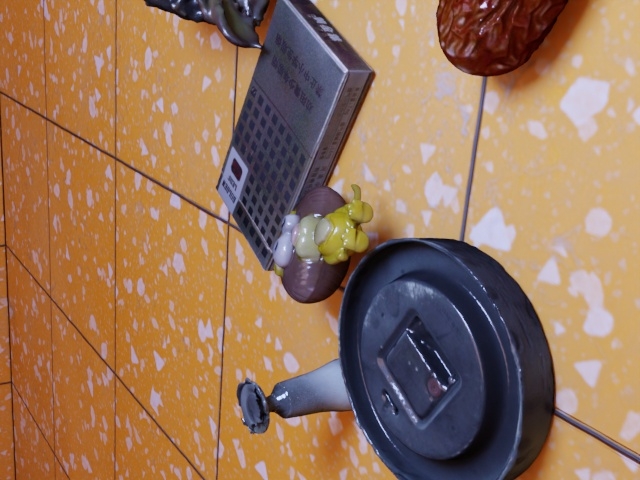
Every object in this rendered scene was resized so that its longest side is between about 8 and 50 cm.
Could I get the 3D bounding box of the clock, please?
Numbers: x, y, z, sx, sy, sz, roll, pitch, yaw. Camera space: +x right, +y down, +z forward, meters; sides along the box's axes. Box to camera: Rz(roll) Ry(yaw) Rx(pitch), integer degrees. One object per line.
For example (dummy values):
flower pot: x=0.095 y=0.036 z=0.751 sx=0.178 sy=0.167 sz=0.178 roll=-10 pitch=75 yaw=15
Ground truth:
clock: x=0.121 y=0.132 z=0.809 sx=0.280 sy=0.055 sz=0.281 roll=16 pitch=109 yaw=53

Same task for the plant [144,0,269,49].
plant: x=-0.154 y=-0.374 z=1.008 sx=0.234 sy=0.178 sz=0.204 roll=37 pitch=119 yaw=58

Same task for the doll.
doll: x=0.001 y=-0.009 z=0.905 sx=0.188 sy=0.096 sz=0.145 roll=124 pitch=150 yaw=-48

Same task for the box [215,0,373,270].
box: x=-0.048 y=-0.135 z=1.012 sx=0.180 sy=0.047 sz=0.325 roll=56 pitch=138 yaw=34

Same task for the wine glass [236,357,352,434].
wine glass: x=-0.018 y=0.185 z=0.931 sx=0.072 sy=0.155 sz=0.072 roll=14 pitch=107 yaw=54

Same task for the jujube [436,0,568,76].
jujube: x=0.158 y=-0.226 z=0.652 sx=0.112 sy=0.109 sz=0.176 roll=-82 pitch=1 yaw=-54
